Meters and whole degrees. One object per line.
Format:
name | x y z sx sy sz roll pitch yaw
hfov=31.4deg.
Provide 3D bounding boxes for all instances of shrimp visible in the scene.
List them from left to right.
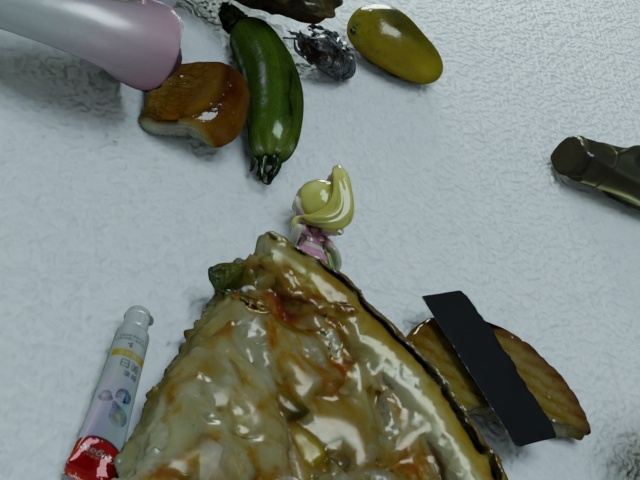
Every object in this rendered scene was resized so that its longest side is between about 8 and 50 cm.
shrimp | 0.001 -0.254 1.498 0.165 0.056 0.065 30 32 -56

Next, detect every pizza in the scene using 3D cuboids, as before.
pizza | 0.005 0.157 1.053 0.435 0.080 0.392 17 43 -28

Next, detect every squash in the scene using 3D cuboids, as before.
squash | -0.064 -0.191 1.383 0.080 0.071 0.318 6 45 -22

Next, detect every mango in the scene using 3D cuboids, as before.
mango | 0.111 -0.277 1.622 0.161 0.076 0.103 31 30 -22

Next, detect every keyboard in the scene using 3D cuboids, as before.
keyboard | 0.179 0.136 1.227 0.074 0.015 0.196 -7 54 -39

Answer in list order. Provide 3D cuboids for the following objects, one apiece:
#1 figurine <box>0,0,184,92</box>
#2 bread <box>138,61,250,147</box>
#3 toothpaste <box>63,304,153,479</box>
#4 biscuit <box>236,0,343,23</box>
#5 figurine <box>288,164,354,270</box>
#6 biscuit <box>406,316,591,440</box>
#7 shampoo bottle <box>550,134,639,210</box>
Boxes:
figurine | -0.327 -0.292 1.207 0.315 0.206 0.284 15 47 -36
bread | -0.143 -0.163 1.292 0.126 0.044 0.129 5 49 -2
toothpaste | -0.177 0.132 0.984 0.048 0.031 0.190 32 39 -21
biscuit | -0.133 -0.373 1.374 0.268 0.115 0.366 22 1 28
figurine | 0.000 0.000 1.237 0.083 0.083 0.187 25 48 -16
biscuit | 0.196 0.160 1.252 0.228 0.031 0.176 40 37 2
shampoo bottle | 0.506 -0.091 1.729 0.350 0.084 0.126 12 41 -29
